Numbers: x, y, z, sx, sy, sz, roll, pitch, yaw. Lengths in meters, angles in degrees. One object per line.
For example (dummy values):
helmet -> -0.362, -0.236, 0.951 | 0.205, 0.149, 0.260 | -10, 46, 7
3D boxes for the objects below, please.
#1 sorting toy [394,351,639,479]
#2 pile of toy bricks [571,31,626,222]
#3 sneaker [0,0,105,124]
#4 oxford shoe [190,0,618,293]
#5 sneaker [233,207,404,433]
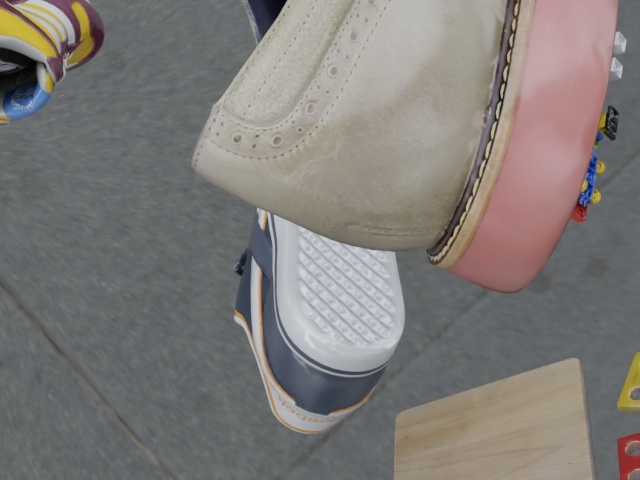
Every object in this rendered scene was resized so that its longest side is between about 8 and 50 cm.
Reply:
sorting toy -> 0.124, 0.150, 0.935 | 0.274, 0.132, 0.046 | -20, 125, 19
pile of toy bricks -> 0.214, -0.125, 1.403 | 0.118, 0.105, 0.212 | 36, 56, -39
sneaker -> -0.159, -0.094, 0.753 | 0.069, 0.185, 0.084 | -41, 76, 19
oxford shoe -> 0.031, -0.148, 0.527 | 0.130, 0.123, 0.348 | 13, 51, -8
sneaker -> 0.000, 0.000, 1.107 | 0.126, 0.321, 0.127 | 16, 133, -8
